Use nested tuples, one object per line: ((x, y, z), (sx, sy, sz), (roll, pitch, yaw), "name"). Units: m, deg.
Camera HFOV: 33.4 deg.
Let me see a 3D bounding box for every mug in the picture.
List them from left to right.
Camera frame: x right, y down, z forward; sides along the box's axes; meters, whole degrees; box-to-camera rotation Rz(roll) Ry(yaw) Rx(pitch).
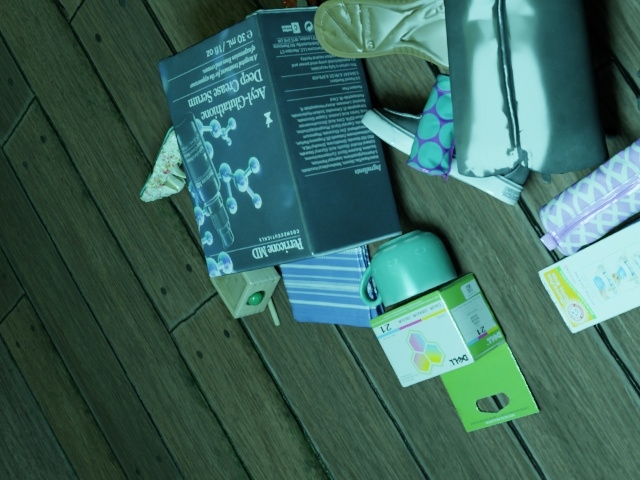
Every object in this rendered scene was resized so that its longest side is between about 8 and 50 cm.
((0.136, 0.046, 1.764), (0.129, 0.158, 0.097), (114, 135, -84), "mug")

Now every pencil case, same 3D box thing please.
((0.181, -0.169, 1.563), (0.070, 0.064, 0.151), (21, 95, 14), "pencil case")
((0.390, -0.061, 1.420), (0.086, 0.088, 0.206), (46, 119, -9), "pencil case")

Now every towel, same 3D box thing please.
((0.000, 0.000, 1.981), (0.243, 0.040, 0.335), (0, 106, 48), "towel")

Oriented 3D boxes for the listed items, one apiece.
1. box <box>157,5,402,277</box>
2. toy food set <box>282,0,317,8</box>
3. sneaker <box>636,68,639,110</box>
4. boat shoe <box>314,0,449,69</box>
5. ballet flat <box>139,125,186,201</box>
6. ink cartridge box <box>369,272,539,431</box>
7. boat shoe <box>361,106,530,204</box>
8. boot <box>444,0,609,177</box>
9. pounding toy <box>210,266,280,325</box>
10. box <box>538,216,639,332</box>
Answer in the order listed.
((-0.072, -0.161, 1.803), (0.294, 0.212, 0.395), (-13, 91, 49), "box")
((-0.036, -0.417, 1.822), (0.082, 0.020, 0.083), (49, 136, 18), "toy food set")
((0.462, -0.170, 1.389), (0.085, 0.058, 0.152), (-19, 90, 43), "sneaker")
((0.167, -0.325, 1.583), (0.342, 0.123, 0.123), (5, 116, 22), "boat shoe")
((-0.308, -0.142, 2.196), (0.077, 0.091, 0.241), (35, 139, 0), "ballet flat")
((0.224, 0.208, 1.792), (0.189, 0.097, 0.255), (-30, 85, 49), "ink cartridge box")
((0.197, -0.159, 1.646), (0.301, 0.108, 0.102), (31, 98, 37), "boat shoe")
((0.328, -0.301, 1.371), (0.367, 0.146, 0.445), (4, 111, 32), "boot")
((-0.135, 0.089, 2.127), (0.141, 0.100, 0.130), (55, 138, 28), "pounding toy")
((0.425, 0.036, 1.485), (0.203, 0.114, 0.103), (-34, 83, 49), "box")
